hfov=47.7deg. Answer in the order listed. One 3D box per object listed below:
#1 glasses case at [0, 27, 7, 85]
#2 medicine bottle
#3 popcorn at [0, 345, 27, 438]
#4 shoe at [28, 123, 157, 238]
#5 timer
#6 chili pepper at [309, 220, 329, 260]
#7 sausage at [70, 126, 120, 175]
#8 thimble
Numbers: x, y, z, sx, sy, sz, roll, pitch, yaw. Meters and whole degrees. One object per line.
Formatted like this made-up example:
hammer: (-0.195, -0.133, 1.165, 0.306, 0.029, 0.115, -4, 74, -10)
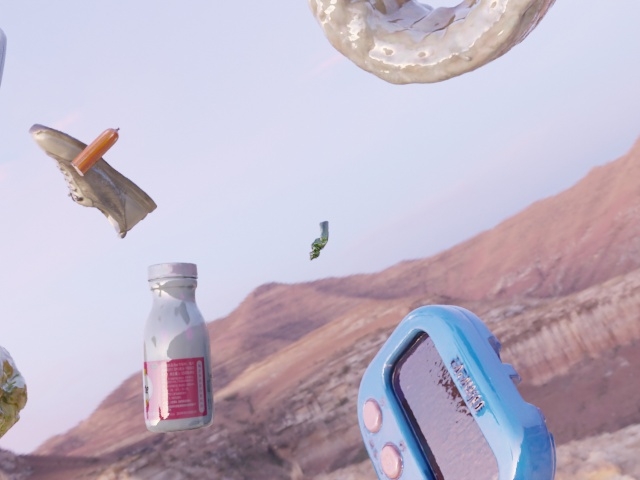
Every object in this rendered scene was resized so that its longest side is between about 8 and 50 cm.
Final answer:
glasses case: (-0.645, -0.334, 1.384, 0.068, 0.178, 0.045, -2, -21, 4)
medicine bottle: (-0.191, 0.140, 0.960, 0.091, 0.216, 0.090, -5, -9, -1)
popcorn: (-0.565, 0.237, 1.111, 0.212, 0.198, 0.198, -45, 3, -40)
shoe: (-0.427, -0.110, 1.330, 0.103, 0.275, 0.098, 9, 62, 51)
timer: (0.191, 0.286, 1.082, 0.115, 0.340, 0.309, 4, -47, -31)
chili pepper: (0.000, 0.000, 1.218, 0.027, 0.083, 0.022, 11, -37, 12)
sausage: (-0.384, -0.159, 1.247, 0.107, 0.031, 0.031, -53, -1, -21)
thimble: (0.137, -0.325, 0.810, 0.291, 0.291, 0.195, -36, 7, 39)
